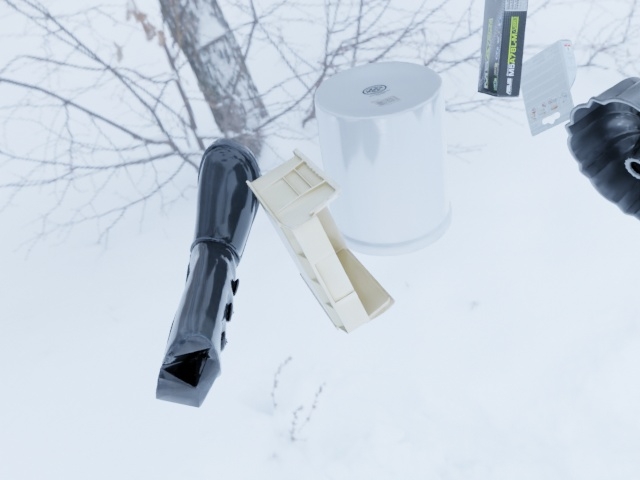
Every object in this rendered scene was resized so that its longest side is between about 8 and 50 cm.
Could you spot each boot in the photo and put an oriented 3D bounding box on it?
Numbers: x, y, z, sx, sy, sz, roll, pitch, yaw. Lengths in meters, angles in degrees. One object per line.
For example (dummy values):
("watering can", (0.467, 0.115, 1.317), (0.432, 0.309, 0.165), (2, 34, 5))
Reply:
("boot", (-0.227, 0.054, 1.249), (0.146, 0.367, 0.445), (9, 37, 0))

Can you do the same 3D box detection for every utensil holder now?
("utensil holder", (0.160, -0.209, 1.550), (0.328, 0.385, 0.327), (-7, 37, 5))

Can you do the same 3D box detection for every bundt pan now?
("bundt pan", (0.634, -0.173, 1.158), (0.124, 0.331, 0.331), (-42, 40, -7))

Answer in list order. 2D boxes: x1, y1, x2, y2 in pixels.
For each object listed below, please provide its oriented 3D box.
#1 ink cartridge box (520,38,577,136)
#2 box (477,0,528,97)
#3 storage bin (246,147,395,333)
("ink cartridge box", (0.529, -0.347, 1.417), (0.045, 0.179, 0.145), (-9, -7, -24))
("box", (0.317, -0.351, 1.082), (0.045, 0.190, 0.184), (1, 17, 1))
("storage bin", (0.000, 0.000, 1.150), (0.123, 0.262, 0.260), (-31, 31, -6))
